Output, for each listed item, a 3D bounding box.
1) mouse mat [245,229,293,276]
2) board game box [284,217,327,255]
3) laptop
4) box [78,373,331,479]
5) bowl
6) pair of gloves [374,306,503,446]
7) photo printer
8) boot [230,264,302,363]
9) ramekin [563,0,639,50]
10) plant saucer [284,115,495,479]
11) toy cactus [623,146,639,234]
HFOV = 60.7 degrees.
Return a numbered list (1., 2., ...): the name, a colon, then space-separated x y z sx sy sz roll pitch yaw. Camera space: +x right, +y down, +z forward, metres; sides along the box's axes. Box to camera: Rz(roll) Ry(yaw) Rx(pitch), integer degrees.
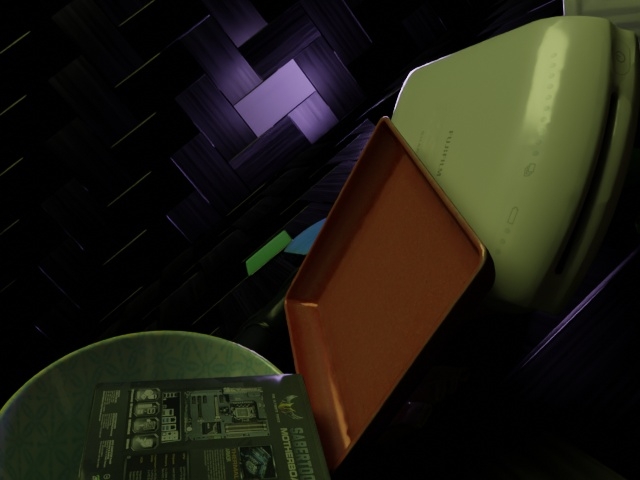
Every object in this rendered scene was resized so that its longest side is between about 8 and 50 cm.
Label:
1. mouse mat: -0.142 0.032 1.481 0.152 0.007 0.189 -39 13 -2
2. board game box: 0.000 0.000 1.184 0.133 0.033 0.168 -39 19 -21
3. laptop: 0.264 -0.367 1.415 0.234 0.136 0.264 -31 14 27
4. box: -0.081 0.199 0.400 0.183 0.059 0.233 0 30 -16
5. bowl: -0.156 0.238 0.529 0.289 0.289 0.156 -65 -14 -59
6. pair of gloves: 0.090 0.115 0.595 0.204 0.042 0.240 -21 22 50
7. photo printer: 0.160 -0.069 0.544 0.307 0.107 0.256 -158 83 -71
8. boot: -0.065 0.146 0.765 0.246 0.094 0.207 -39 9 27
9. ramekin: 0.421 -0.290 0.599 0.273 0.273 0.127 -40 27 -2
10. plant saucer: 0.050 0.047 0.516 0.258 0.047 0.259 -61 25 26
11. toy cactus: 0.350 -0.087 0.485 0.180 0.112 0.219 -7 25 47
